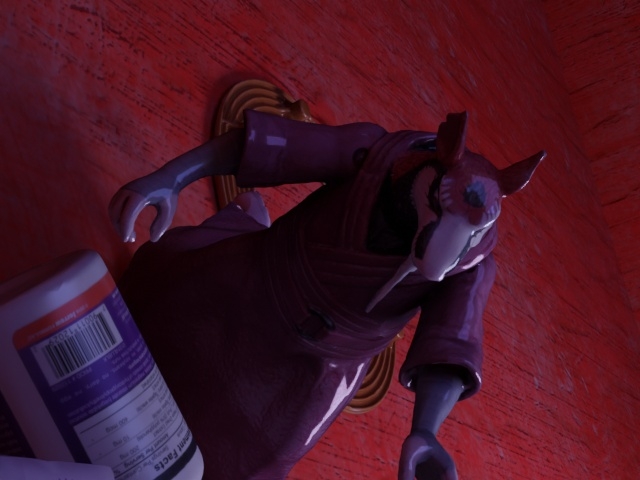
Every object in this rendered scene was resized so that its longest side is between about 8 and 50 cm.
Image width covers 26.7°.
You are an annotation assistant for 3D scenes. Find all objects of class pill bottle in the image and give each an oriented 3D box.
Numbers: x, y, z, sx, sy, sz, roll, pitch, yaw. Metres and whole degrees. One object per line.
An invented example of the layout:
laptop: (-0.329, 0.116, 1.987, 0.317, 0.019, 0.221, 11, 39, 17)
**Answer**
pill bottle: (-0.133, 0.112, 0.767, 0.193, 0.108, 0.108, 65, 22, -11)

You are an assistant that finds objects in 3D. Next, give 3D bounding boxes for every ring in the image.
ring: (0.000, 0.000, 1.285, 0.336, 0.032, 0.336, 48, 30, -40)

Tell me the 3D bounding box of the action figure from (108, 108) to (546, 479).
action figure: (0.020, 0.033, 0.840, 0.276, 0.370, 0.248, -31, 86, -48)

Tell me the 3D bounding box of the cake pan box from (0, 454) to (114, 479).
cake pan box: (-0.159, 0.218, 0.424, 0.070, 0.246, 0.267, 28, 46, -59)
